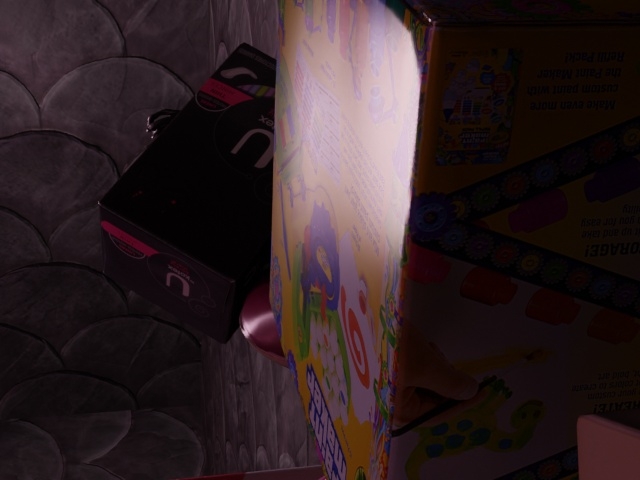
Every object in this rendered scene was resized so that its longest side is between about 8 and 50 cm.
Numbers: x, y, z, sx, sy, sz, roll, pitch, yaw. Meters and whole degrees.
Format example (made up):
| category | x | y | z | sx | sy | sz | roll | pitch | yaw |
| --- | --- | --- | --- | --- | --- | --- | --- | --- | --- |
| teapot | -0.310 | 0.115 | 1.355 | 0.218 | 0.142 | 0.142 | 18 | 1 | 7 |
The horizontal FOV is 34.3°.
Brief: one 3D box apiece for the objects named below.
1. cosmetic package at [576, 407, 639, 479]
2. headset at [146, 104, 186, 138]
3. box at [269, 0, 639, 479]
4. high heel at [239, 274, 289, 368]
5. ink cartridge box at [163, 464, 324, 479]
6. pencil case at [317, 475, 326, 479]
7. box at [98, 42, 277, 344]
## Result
| category | x | y | z | sx | sy | sz | roll | pitch | yaw |
| --- | --- | --- | --- | --- | --- | --- | --- | --- | --- |
| cosmetic package | 0.168 | 0.213 | 0.321 | 0.160 | 0.113 | 0.309 | 172 | 96 | -78 |
| headset | -0.128 | -0.020 | 1.555 | 0.243 | 0.185 | 0.394 | 161 | 95 | -78 |
| box | 0.082 | -0.019 | 0.530 | 0.290 | 0.177 | 0.279 | -113 | 23 | -59 |
| high heel | 0.039 | 0.054 | 0.908 | 0.181 | 0.127 | 0.377 | -65 | 27 | 8 |
| ink cartridge box | -0.081 | 0.464 | 1.180 | 0.160 | 0.279 | 0.384 | 119 | 147 | -70 |
| pencil case | 0.074 | 0.308 | 0.591 | 0.160 | 0.167 | 0.386 | -61 | 35 | 27 |
| box | -0.094 | -0.055 | 1.123 | 0.270 | 0.165 | 0.143 | -56 | -10 | -32 |
